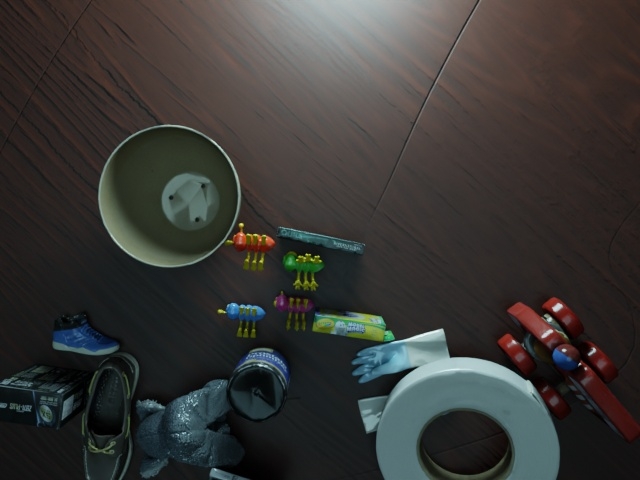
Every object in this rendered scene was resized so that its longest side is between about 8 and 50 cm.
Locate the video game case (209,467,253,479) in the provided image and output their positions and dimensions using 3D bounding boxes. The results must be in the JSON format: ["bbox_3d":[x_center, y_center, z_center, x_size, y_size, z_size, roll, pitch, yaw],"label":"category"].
[{"bbox_3d":[-0.160,0.548,1.378,0.173,0.190,0.022,18,60,-1],"label":"video game case"}]

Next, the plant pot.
[{"bbox_3d":[-0.297,-0.088,1.337,0.284,0.191,0.284,0,91,3],"label":"plant pot"}]

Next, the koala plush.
[{"bbox_3d":[-0.317,0.418,1.377,0.221,0.203,0.196,-15,75,26],"label":"koala plush"}]

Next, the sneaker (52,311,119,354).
[{"bbox_3d":[-0.530,0.207,1.419,0.152,0.058,0.084,6,101,6],"label":"sneaker"}]

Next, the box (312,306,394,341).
[{"bbox_3d":[0.073,0.187,1.393,0.179,0.105,0.043,10,93,-1],"label":"box"}]

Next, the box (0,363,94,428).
[{"bbox_3d":[-0.598,0.335,1.364,0.148,0.180,0.077,8,93,0],"label":"box"}]

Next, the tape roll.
[{"bbox_3d":[0.317,0.446,1.375,0.392,0.072,0.391,2,102,11],"label":"tape roll"}]

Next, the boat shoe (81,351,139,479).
[{"bbox_3d":[-0.480,0.418,1.409,0.117,0.097,0.324,11,92,0],"label":"boat shoe"}]

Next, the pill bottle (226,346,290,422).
[{"bbox_3d":[-0.126,0.297,1.341,0.123,0.219,0.122,0,93,0],"label":"pill bottle"}]

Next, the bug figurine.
[{"bbox_3d":[-0.109,0.092,1.372,0.216,0.072,0.278,9,122,-4],"label":"bug figurine"}]

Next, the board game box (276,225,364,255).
[{"bbox_3d":[0.000,0.000,1.375,0.186,0.126,0.026,12,91,-1],"label":"board game box"}]

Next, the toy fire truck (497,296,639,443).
[{"bbox_3d":[0.523,0.263,1.320,0.169,0.254,0.302,-39,92,2],"label":"toy fire truck"}]

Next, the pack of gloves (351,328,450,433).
[{"bbox_3d":[0.193,0.325,1.429,0.232,0.046,0.195,-14,92,1],"label":"pack of gloves"}]
